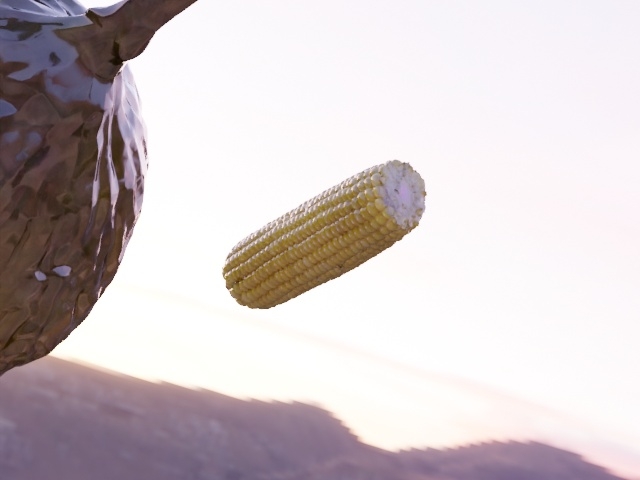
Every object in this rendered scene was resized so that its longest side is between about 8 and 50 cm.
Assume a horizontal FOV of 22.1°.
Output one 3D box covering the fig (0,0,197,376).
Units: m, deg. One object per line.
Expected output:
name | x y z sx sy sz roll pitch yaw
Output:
fig | -0.190 -0.087 0.937 0.286 0.286 0.369 24 -41 -34

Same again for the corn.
corn | 0.000 0.000 1.572 0.081 0.081 0.248 24 -36 -35
